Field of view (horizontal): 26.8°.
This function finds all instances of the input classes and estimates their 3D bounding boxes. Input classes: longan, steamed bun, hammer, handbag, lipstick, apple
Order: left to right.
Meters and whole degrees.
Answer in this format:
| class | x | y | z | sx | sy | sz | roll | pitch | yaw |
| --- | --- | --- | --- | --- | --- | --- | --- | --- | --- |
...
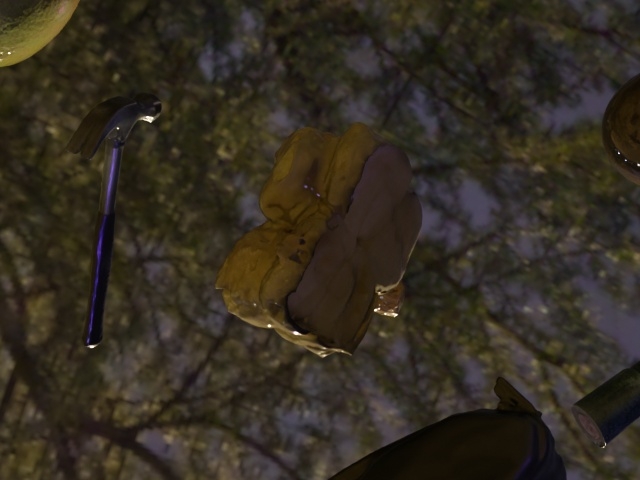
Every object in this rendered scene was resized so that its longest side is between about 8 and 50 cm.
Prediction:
| class | x | y | z | sx | sy | sz | roll | pitch | yaw |
| --- | --- | --- | --- | --- | --- | --- | --- | --- | --- |
| apple | -0.352 | -0.275 | 1.411 | 0.193 | 0.265 | 0.120 | -38 | -120 | 29 |
| hammer | -0.199 | -0.010 | 1.220 | 0.029 | 0.103 | 0.246 | 21 | -67 | 23 |
| steamed bun | 0.000 | 0.000 | 1.106 | 0.106 | 0.192 | 0.177 | 20 | -100 | 31 |
| handbag | 0.077 | 0.270 | 1.003 | 0.178 | 0.302 | 0.275 | 11 | -120 | 29 |
| lipstick | 0.369 | 0.127 | 1.407 | 0.234 | 0.053 | 0.053 | -35 | -145 | -11 |
| longan | 0.451 | -0.143 | 1.703 | 0.187 | 0.167 | 0.167 | -25 | -132 | 17 |

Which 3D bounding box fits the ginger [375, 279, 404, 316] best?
| class | x | y | z | sx | sy | sz | roll | pitch | yaw |
| --- | --- | --- | --- | --- | --- | --- | --- | --- | --- |
| ginger | 0.035 | 0.004 | 1.584 | 0.205 | 0.115 | 0.081 | 45 | -65 | 10 |
